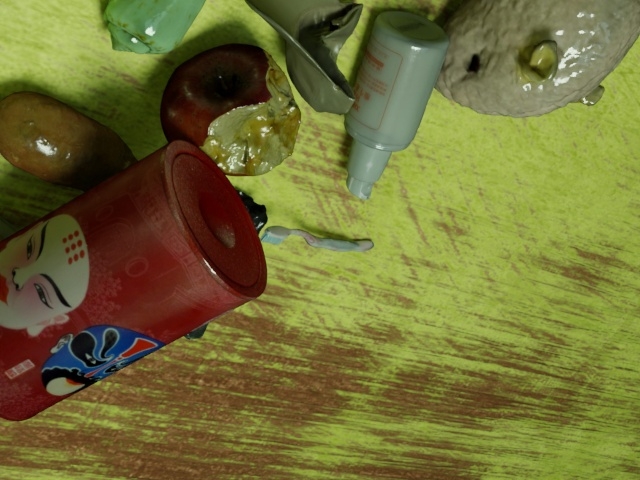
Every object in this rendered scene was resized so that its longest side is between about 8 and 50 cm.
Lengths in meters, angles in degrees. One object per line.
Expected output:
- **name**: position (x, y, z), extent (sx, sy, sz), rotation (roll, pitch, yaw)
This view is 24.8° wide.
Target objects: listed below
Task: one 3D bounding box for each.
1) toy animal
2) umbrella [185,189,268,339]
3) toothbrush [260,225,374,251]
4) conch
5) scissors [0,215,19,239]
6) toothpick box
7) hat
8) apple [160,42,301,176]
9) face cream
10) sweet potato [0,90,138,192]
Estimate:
- **toy animal**: position (0.308, -0.293, 1.865), extent (0.358, 0.226, 0.188), rotation (-51, 141, 13)
- **umbrella**: position (-0.136, 0.041, 1.942), extent (0.059, 0.066, 0.236), rotation (-3, 129, -41)
- **toothbrush**: position (0.000, 0.000, 1.999), extent (0.027, 0.021, 0.269), rotation (-40, 156, 24)
- **conch**: position (-0.168, -0.270, 1.636), extent (0.170, 0.079, 0.105), rotation (-42, 157, 9)
- **scissors**: position (-0.362, 0.004, 1.770), extent (0.110, 0.021, 0.212), rotation (-39, 139, 2)
- **toothpick box**: position (-0.252, 0.049, 1.666), extent (0.333, 0.204, 0.204), rotation (-29, 142, 18)
- **hat**: position (-0.034, -0.238, 1.755), extent (0.173, 0.166, 0.144), rotation (20, 137, -14)
- **apple**: position (-0.109, -0.150, 1.741), extent (0.156, 0.147, 0.158), rotation (-62, 157, -24)
- **face cream**: position (0.083, -0.169, 1.900), extent (0.101, 0.101, 0.252), rotation (-4, 128, -35)
- **sweet potato**: position (-0.272, -0.091, 1.703), extent (0.097, 0.097, 0.292), rotation (-47, 139, 7)
